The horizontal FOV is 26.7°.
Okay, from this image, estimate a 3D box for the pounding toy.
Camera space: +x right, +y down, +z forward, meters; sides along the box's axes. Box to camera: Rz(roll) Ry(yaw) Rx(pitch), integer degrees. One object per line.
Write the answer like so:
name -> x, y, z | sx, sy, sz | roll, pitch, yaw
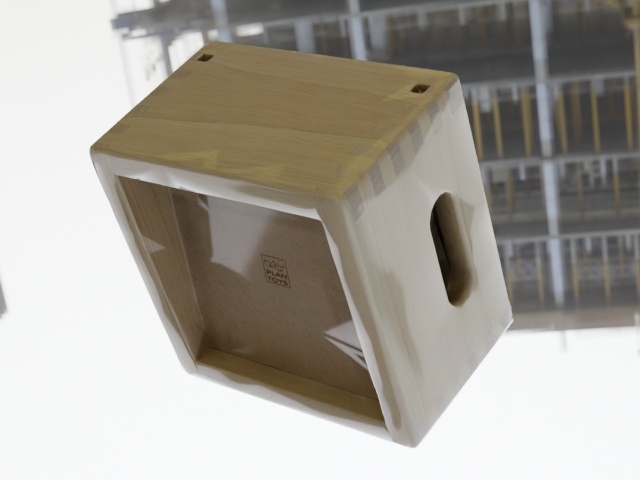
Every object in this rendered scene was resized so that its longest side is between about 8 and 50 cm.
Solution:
pounding toy -> 0.000, 0.000, 0.501 | 0.130, 0.141, 0.100 | 13, -134, 36
